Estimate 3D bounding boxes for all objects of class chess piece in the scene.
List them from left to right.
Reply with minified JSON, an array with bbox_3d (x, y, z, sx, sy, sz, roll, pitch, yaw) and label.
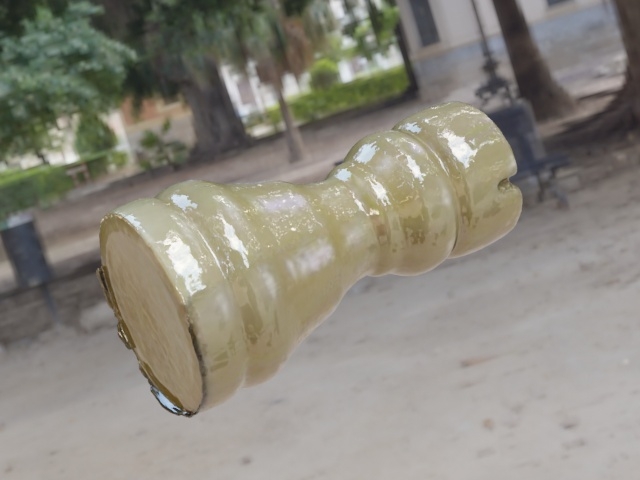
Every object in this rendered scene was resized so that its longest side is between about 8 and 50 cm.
[{"bbox_3d":[0.000,0.000,0.378,0.122,0.066,0.066,-24,8,-27],"label":"chess piece"}]
